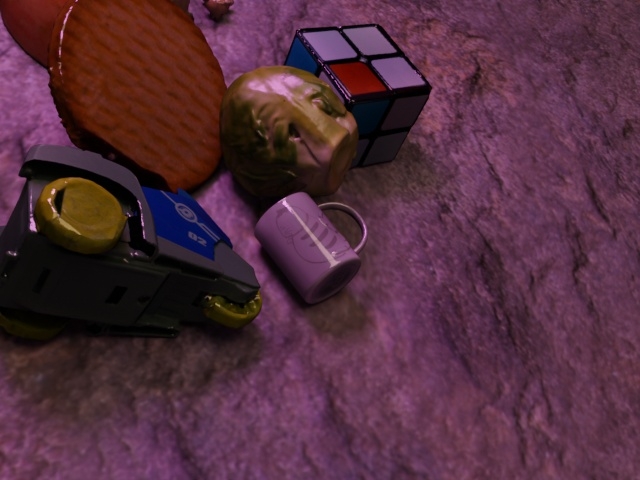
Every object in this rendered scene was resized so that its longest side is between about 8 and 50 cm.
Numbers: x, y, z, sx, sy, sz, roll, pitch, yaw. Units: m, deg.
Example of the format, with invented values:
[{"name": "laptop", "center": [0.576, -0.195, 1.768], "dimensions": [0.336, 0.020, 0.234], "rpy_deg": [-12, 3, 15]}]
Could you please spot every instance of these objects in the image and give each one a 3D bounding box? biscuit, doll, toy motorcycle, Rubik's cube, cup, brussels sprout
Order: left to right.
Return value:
[{"name": "toy motorcycle", "center": [-0.228, 0.008, 0.959], "dimensions": [0.327, 0.191, 0.199], "rpy_deg": [13, 41, -35]}, {"name": "biscuit", "center": [-0.249, -0.215, 1.108], "dimensions": [0.318, 0.040, 0.317], "rpy_deg": [17, 68, -51]}, {"name": "doll", "center": [-0.191, -0.453, 1.453], "dimensions": [0.062, 0.051, 0.093], "rpy_deg": [6, 48, -12]}, {"name": "brussels sprout", "center": [-0.051, -0.159, 1.143], "dimensions": [0.223, 0.223, 0.161], "rpy_deg": [31, 43, 3]}, {"name": "cup", "center": [-0.004, -0.001, 1.092], "dimensions": [0.136, 0.099, 0.133], "rpy_deg": [-40, 68, 3]}, {"name": "Rubik's cube", "center": [0.047, -0.238, 1.295], "dimensions": [0.180, 0.167, 0.183], "rpy_deg": [-12, 56, -32]}]

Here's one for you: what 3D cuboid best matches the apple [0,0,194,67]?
[{"name": "apple", "center": [-0.371, -0.434, 1.268], "dimensions": [0.309, 0.314, 0.252], "rpy_deg": [48, 7, 13]}]
